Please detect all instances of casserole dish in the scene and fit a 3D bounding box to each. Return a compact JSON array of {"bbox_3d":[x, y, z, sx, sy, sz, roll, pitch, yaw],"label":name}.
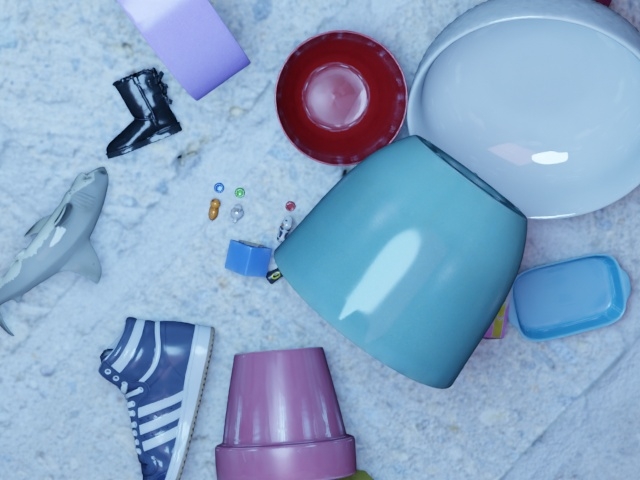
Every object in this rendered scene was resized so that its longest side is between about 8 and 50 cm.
[{"bbox_3d":[0.363,0.082,1.512,0.188,0.037,0.114,-14,100,-2],"label":"casserole dish"}]

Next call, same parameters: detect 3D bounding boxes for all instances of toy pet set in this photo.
[{"bbox_3d":[-0.104,-0.012,1.450,0.122,0.065,0.114,13,98,-5],"label":"toy pet set"}]

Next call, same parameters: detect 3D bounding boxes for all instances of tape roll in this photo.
[{"bbox_3d":[-0.202,-0.314,1.288,0.090,0.275,0.275,-36,100,1],"label":"tape roll"}]

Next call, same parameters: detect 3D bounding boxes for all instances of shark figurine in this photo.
[{"bbox_3d":[-0.365,0.037,1.397,0.116,0.166,0.278,40,96,-19],"label":"shark figurine"}]

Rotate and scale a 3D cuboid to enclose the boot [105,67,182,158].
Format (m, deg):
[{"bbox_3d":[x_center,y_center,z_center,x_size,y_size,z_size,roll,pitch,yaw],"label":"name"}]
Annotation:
[{"bbox_3d":[-0.260,-0.179,1.423,0.121,0.045,0.099,-25,102,-7],"label":"boot"}]

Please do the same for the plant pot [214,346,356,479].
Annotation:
[{"bbox_3d":[-0.053,0.245,1.441,0.201,0.201,0.180,-4,84,-3],"label":"plant pot"}]

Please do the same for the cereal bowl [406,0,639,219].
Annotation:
[{"bbox_3d":[0.292,-0.193,1.370,0.339,0.141,0.339,8,134,8],"label":"cereal bowl"}]

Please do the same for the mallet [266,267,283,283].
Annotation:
[{"bbox_3d":[0.000,0.000,1.477,0.190,0.039,0.062,-24,101,4],"label":"mallet"}]

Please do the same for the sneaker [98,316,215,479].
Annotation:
[{"bbox_3d":[-0.256,0.245,1.462,0.153,0.099,0.282,14,91,-11],"label":"sneaker"}]

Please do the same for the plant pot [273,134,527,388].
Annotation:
[{"bbox_3d":[0.125,0.008,1.318,0.293,0.293,0.235,35,102,-8],"label":"plant pot"}]

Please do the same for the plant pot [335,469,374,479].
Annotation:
[{"bbox_3d":[0.013,0.444,1.472,0.187,0.212,0.212,-14,100,-15],"label":"plant pot"}]

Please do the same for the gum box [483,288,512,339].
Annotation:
[{"bbox_3d":[0.221,0.051,1.483,0.107,0.062,0.188,7,99,-5],"label":"gum box"}]

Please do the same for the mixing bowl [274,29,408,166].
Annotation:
[{"bbox_3d":[0.026,-0.197,1.412,0.181,0.098,0.181,0,99,-3],"label":"mixing bowl"}]

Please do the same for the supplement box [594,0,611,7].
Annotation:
[{"bbox_3d":[0.348,-0.377,1.419,0.130,0.073,0.239,22,96,-7],"label":"supplement box"}]
